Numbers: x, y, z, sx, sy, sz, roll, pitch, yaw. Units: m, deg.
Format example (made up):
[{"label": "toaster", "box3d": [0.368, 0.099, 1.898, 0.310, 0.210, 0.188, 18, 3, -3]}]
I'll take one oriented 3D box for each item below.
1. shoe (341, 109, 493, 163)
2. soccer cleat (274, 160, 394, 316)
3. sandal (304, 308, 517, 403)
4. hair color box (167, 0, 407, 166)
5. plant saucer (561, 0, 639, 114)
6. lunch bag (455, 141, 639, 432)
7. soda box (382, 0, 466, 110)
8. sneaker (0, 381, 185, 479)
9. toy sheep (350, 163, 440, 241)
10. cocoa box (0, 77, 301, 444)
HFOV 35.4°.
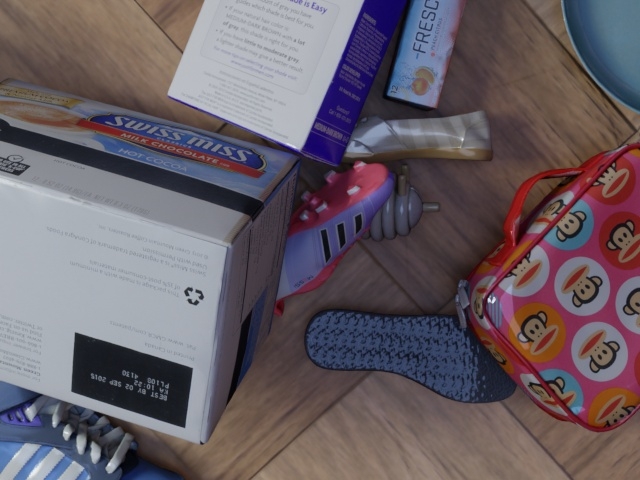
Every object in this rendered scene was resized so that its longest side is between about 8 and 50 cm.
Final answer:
[{"label": "shoe", "box3d": [0.087, -0.119, 1.137, 0.219, 0.076, 0.058, 0, 100, -1]}, {"label": "soccer cleat", "box3d": [0.000, 0.000, 1.113, 0.248, 0.083, 0.095, -35, 114, 31]}, {"label": "sandal", "box3d": [0.108, 0.126, 1.179, 0.254, 0.054, 0.097, 14, 85, 1]}, {"label": "hair color box", "box3d": [-0.010, -0.272, 1.077, 0.185, 0.110, 0.339, 25, 97, 25]}, {"label": "plant saucer", "box3d": [0.428, -0.289, 1.149, 0.317, 0.044, 0.318, 0, 95, -2]}, {"label": "lunch bag", "box3d": [0.305, 0.037, 1.121, 0.293, 0.120, 0.258, -43, 96, -8]}, {"label": "soda box", "box3d": [0.124, -0.242, 1.138, 0.063, 0.058, 0.183, 15, 94, -2]}, {"label": "sneaker", "box3d": [-0.296, 0.196, 1.133, 0.322, 0.130, 0.236, 6, 99, 4]}, {"label": "toy sheep", "box3d": [0.070, -0.042, 1.142, 0.132, 0.091, 0.091, 4, 95, 14]}, {"label": "cocoa box", "box3d": [-0.224, 0.008, 1.011, 0.347, 0.228, 0.231, 16, 118, 9]}]
